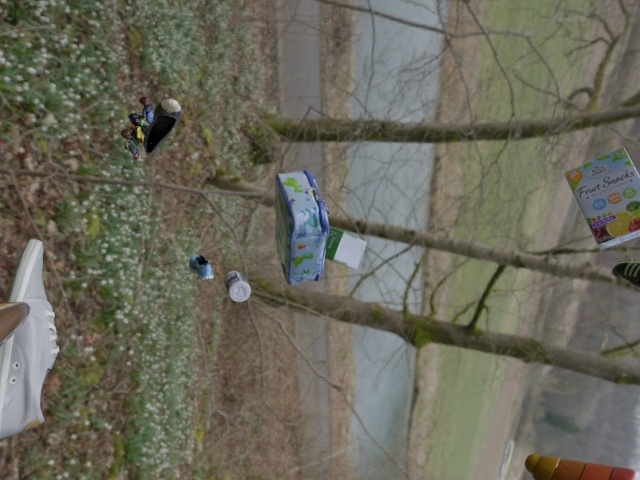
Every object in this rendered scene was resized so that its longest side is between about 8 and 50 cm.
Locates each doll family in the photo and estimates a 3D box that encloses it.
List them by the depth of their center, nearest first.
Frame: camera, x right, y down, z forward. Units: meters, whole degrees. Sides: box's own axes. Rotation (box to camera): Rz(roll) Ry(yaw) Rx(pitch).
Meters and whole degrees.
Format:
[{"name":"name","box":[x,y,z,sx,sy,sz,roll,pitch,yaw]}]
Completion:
[{"name":"doll family","box":[-0.488,-0.310,1.533,0.193,0.076,0.111,-100,178,-45]}]

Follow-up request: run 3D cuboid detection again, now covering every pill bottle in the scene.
[{"name":"pill bottle","box":[-0.255,0.135,1.706,0.120,0.067,0.067,-137,-126,-65]}]

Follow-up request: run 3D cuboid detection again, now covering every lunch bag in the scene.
[{"name":"lunch bag","box":[-0.046,-0.029,1.194,0.218,0.090,0.176,96,-20,-45]}]

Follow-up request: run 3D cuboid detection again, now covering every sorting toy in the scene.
[{"name":"sorting toy","box":[0.315,0.432,0.810,0.127,0.126,0.365,-28,137,-48]}]

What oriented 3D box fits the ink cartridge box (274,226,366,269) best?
[{"name":"ink cartridge box","box":[0.000,0.000,1.573,0.153,0.209,0.086,23,87,-59]}]

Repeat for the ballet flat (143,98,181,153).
[{"name":"ballet flat","box":[-0.351,-0.253,1.253,0.173,0.058,0.049,-43,-142,49]}]

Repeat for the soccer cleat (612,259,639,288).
[{"name":"soccer cleat","box":[0.767,0.085,1.362,0.179,0.060,0.072,137,-30,-78]}]

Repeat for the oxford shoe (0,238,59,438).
[{"name":"oxford shoe","box":[-0.665,0.218,1.284,0.169,0.130,0.448,-33,-126,54]}]

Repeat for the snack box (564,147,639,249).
[{"name":"snack box","box":[0.480,-0.068,0.927,0.037,0.100,0.141,30,41,-55]}]

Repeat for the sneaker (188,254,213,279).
[{"name":"sneaker","box":[-0.411,0.079,1.953,0.064,0.162,0.073,-9,112,-30]}]

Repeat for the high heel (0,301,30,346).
[{"name":"high heel","box":[-0.463,0.143,0.726,0.186,0.261,0.093,-30,111,-26]}]
